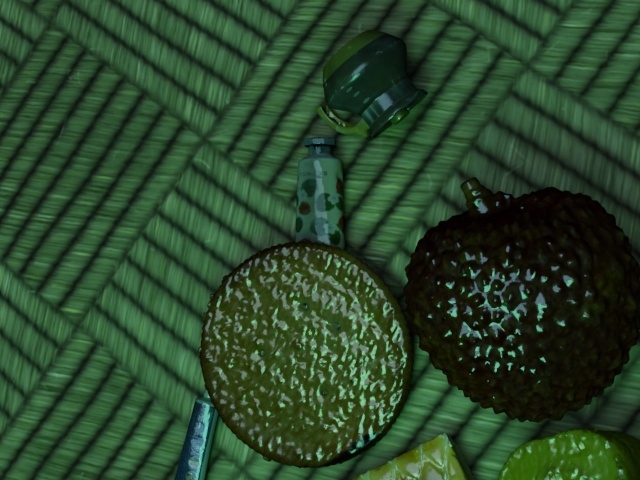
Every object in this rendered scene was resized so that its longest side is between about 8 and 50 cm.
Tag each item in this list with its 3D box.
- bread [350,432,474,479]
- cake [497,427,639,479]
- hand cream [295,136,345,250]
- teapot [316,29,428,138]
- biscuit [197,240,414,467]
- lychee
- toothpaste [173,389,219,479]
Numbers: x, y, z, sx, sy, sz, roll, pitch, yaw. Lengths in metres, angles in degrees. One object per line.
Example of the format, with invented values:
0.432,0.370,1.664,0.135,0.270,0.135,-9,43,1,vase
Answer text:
0.110,0.338,1.578,0.188,0.068,0.125,-29,74,14,bread
0.314,0.354,1.459,0.179,0.156,0.261,-17,72,34,cake
0.000,0.000,1.676,0.095,0.059,0.276,-2,87,21,hand cream
0.061,-0.198,1.655,0.119,0.130,0.165,52,134,3,teapot
-0.021,0.151,1.647,0.305,0.038,0.305,1,94,18,biscuit
0.237,0.066,1.467,0.275,0.276,0.304,-23,96,16,lychee
-0.171,0.290,1.705,0.057,0.035,0.197,13,90,30,toothpaste
